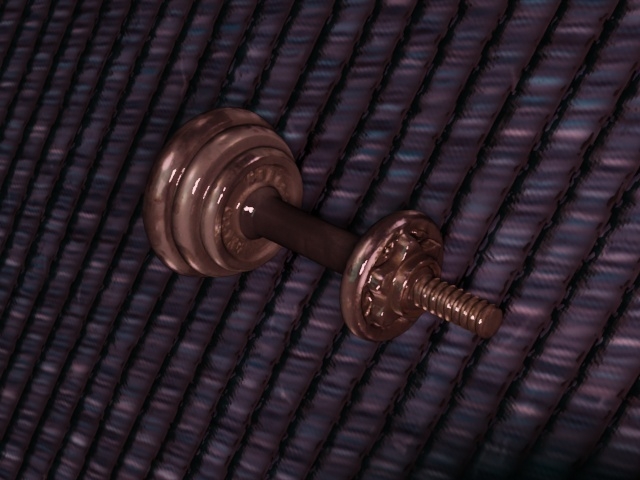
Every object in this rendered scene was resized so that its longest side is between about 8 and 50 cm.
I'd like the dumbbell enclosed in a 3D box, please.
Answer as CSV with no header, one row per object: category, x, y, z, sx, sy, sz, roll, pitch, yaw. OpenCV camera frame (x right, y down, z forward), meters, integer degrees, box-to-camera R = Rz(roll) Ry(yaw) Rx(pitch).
dumbbell,0.000,0.000,0.839,0.255,0.110,0.110,24,104,36
